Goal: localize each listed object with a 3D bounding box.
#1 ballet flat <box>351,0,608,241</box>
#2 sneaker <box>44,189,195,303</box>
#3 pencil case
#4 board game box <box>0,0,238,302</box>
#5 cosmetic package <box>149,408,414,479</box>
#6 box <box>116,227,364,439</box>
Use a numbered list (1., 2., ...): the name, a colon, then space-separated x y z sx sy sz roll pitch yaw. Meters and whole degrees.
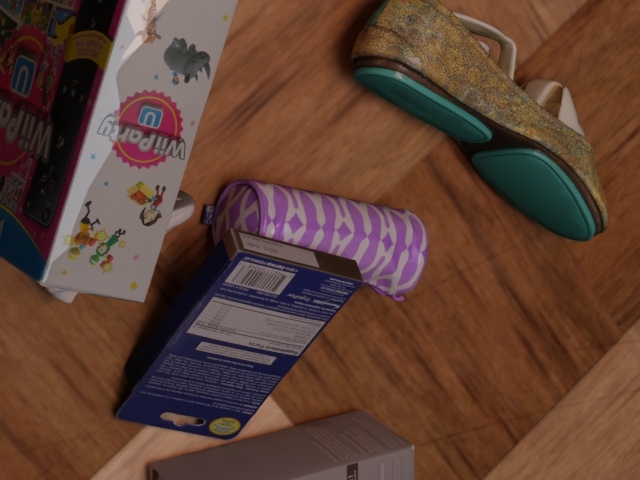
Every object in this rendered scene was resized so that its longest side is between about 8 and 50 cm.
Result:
1. ballet flat: 0.171 -0.123 1.852 0.348 0.123 0.123 35 86 -35
2. sneaker: -0.177 0.002 1.713 0.152 0.054 0.061 -25 126 -16
3. pencil case: 0.000 0.000 1.794 0.206 0.086 0.088 9 90 -33
4. board game box: -0.183 -0.129 1.557 0.097 0.224 0.303 11 98 -35
5. cosmetic package: -0.036 0.252 1.845 0.238 0.107 0.127 -15 116 -30
6. box: -0.079 0.088 1.765 0.136 0.036 0.225 15 127 -34
